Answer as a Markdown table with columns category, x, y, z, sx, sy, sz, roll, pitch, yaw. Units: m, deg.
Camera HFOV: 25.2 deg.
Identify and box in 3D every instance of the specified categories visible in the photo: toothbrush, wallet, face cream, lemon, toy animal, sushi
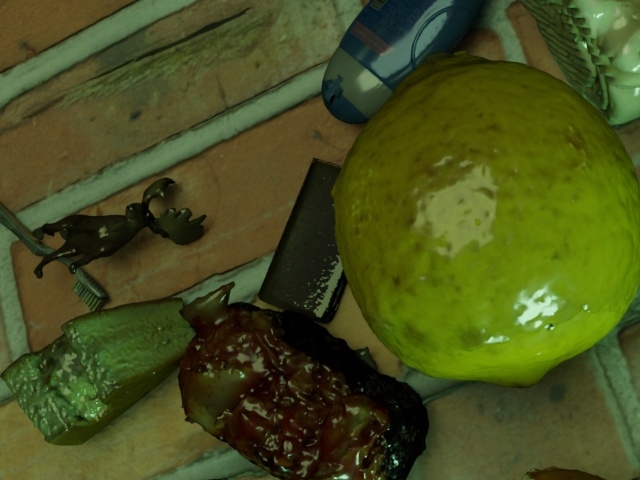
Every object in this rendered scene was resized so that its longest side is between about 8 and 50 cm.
| category | x | y | z | sx | sy | sz | roll | pitch | yaw |
| --- | --- | --- | --- | --- | --- | --- | --- | --- | --- |
| toothbrush | -0.426 | -0.013 | 2.043 | 0.375 | 0.028 | 0.037 | 38 | 101 | 29 |
| wallet | 0.000 | 0.000 | 1.829 | 0.110 | 0.031 | 0.198 | 19 | 84 | 29 |
| face cream | 0.102 | -0.259 | 1.822 | 0.264 | 0.083 | 0.149 | -49 | 48 | 6 |
| lemon | 0.179 | -0.028 | 1.568 | 0.350 | 0.350 | 0.387 | -14 | 82 | 22 |
| toy animal | -0.278 | -0.020 | 1.928 | 0.214 | 0.186 | 0.093 | -3 | 104 | 47 |
| sushi | -0.031 | 0.183 | 1.710 | 0.343 | 0.182 | 0.196 | 30 | 83 | 27 |

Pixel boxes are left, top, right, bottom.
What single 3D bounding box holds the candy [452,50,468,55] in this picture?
| category | x | y | z | sx | sy | sz | roll | pitch | yaw |
| --- | --- | --- | --- | --- | --- | --- | --- | --- | --- |
| candy | 0.126 | -0.147 | 1.772 | 0.199 | 0.106 | 0.094 | -33 | 82 | 19 |

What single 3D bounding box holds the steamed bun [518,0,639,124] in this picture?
| category | x | y | z | sx | sy | sz | roll | pitch | yaw |
| --- | --- | --- | --- | --- | --- | --- | --- | --- | --- |
| steamed bun | 0.352 | -0.289 | 1.624 | 0.207 | 0.268 | 0.280 | -32 | 80 | 0 |

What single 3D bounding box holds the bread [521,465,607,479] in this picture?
| category | x | y | z | sx | sy | sz | roll | pitch | yaw |
| --- | --- | --- | --- | --- | --- | --- | --- | --- | --- |
| bread | 0.318 | 0.324 | 1.500 | 0.250 | 0.179 | 0.133 | 17 | 92 | 38 |

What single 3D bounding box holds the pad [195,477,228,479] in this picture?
| category | x | y | z | sx | sy | sz | roll | pitch | yaw |
| --- | --- | --- | --- | --- | --- | --- | --- | --- | --- |
| pad | -0.222 | 0.492 | 1.811 | 0.248 | 0.007 | 0.367 | -10 | 71 | 23 |

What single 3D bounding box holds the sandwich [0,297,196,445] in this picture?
| category | x | y | z | sx | sy | sz | roll | pitch | yaw |
| --- | --- | --- | --- | --- | --- | --- | --- | --- | --- |
| sandwich | -0.279 | 0.160 | 1.868 | 0.236 | 0.128 | 0.122 | -38 | 71 | 12 |
